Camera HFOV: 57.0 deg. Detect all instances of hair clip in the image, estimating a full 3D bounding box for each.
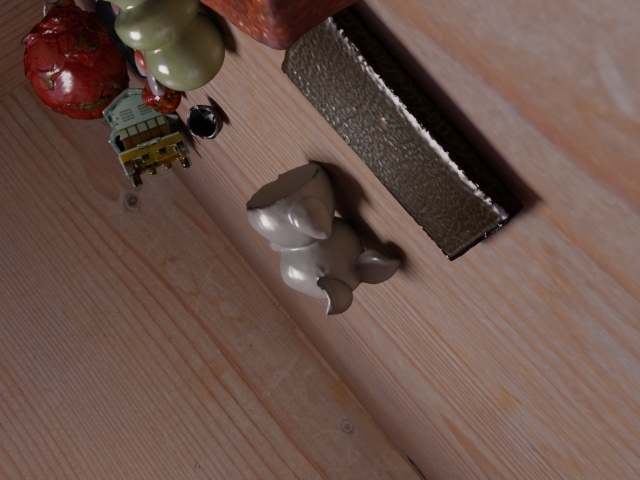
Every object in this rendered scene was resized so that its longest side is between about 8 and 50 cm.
[{"bbox_3d":[-0.329,-0.390,1.067,0.146,0.075,0.257,44,162,56],"label":"hair clip"}]

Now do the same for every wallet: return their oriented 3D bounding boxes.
[{"bbox_3d":[0.059,-0.096,0.493,0.243,0.039,0.133,51,162,8],"label":"wallet"}]

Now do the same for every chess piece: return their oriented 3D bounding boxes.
[{"bbox_3d":[-0.209,-0.298,0.725,0.144,0.144,0.251,40,170,48],"label":"chess piece"}]

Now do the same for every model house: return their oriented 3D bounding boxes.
[{"bbox_3d":[-0.485,-0.290,1.652,0.224,0.198,0.215,147,102,-80],"label":"model house"}]

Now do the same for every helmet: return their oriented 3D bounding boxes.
[{"bbox_3d":[-0.209,-0.226,1.122,0.084,0.049,0.065,17,114,28],"label":"helmet"}]

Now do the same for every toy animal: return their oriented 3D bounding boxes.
[{"bbox_3d":[-0.003,-0.002,0.794,0.193,0.127,0.178,58,166,-13],"label":"toy animal"}]

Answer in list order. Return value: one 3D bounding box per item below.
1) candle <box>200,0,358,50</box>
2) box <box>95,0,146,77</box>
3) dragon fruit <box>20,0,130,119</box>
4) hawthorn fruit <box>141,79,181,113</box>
[{"bbox_3d":[-0.085,-0.252,0.362,0.287,0.131,0.317,54,170,-21],"label":"candle"},{"bbox_3d":[-0.454,-0.468,1.378,0.201,0.042,0.212,60,166,-24],"label":"box"},{"bbox_3d":[-0.661,-0.473,1.605,0.277,0.277,0.343,43,148,39],"label":"dragon fruit"},{"bbox_3d":[-0.347,-0.322,1.298,0.093,0.093,0.093,50,168,14],"label":"hawthorn fruit"}]
